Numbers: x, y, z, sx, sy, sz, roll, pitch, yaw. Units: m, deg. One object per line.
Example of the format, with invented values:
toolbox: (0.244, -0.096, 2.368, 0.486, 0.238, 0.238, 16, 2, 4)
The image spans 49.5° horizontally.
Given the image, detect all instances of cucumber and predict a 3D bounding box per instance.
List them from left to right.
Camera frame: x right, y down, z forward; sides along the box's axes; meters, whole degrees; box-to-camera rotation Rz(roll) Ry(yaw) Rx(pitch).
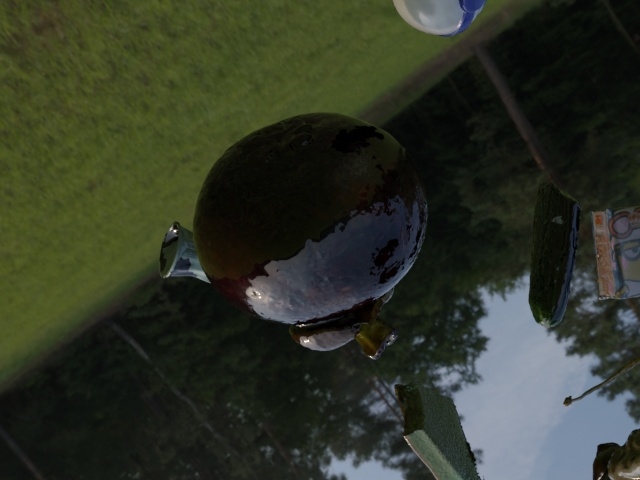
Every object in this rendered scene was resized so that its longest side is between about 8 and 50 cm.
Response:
cucumber: (0.384, 0.025, 1.143, 0.074, 0.074, 0.241, 160, -59, -69)

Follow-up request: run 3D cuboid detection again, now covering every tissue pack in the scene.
tissue pack: (0.528, 0.019, 1.178, 0.116, 0.155, 0.065, -6, 180, -16)

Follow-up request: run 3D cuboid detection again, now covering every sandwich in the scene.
sandwich: (0.232, 0.411, 1.375, 0.063, 0.212, 0.245, -35, -131, 21)

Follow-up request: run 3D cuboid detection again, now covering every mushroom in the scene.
mushroom: (0.664, 0.297, 1.548, 0.286, 0.026, 0.028, -29, -148, -5)

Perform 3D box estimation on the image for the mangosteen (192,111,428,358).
mangosteen: (-0.005, -0.018, 0.889, 0.297, 0.293, 0.297, -16, -126, 23)

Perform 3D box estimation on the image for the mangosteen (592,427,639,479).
mangosteen: (0.549, 0.443, 1.123, 0.233, 0.287, 0.287, -30, -178, -27)

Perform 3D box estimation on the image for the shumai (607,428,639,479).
shumai: (0.495, 0.283, 0.781, 0.262, 0.314, 0.267, -32, -132, -26)

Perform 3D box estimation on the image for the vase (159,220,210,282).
vase: (-0.142, 0.055, 1.435, 0.165, 0.360, 0.165, -34, -131, 51)

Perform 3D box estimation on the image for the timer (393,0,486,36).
timer: (0.158, -0.459, 0.909, 0.270, 0.383, 0.270, -4, -142, 3)
